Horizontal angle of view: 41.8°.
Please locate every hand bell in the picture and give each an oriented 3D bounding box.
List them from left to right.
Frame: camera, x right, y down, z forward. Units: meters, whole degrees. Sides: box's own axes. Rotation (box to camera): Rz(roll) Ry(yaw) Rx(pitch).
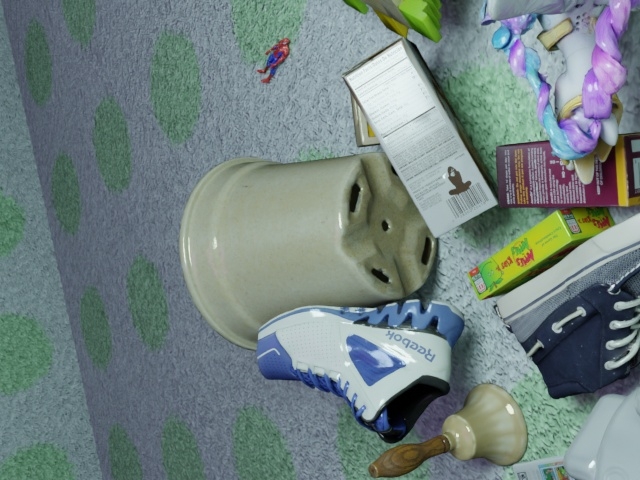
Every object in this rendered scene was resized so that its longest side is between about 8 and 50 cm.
[{"bbox_3d":[0.166,0.293,1.190,0.126,0.242,0.126,19,114,51],"label":"hand bell"}]

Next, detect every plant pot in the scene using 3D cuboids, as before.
[{"bbox_3d":[0.000,0.000,1.326,0.305,0.333,0.334,-12,88,45],"label":"plant pot"}]

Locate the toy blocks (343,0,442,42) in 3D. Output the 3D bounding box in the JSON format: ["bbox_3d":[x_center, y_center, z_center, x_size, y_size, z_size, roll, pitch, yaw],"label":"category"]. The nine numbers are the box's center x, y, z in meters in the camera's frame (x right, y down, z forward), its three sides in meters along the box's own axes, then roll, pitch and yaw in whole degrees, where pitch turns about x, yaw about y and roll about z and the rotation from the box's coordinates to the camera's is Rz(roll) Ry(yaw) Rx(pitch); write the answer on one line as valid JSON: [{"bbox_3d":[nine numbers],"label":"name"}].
[{"bbox_3d":[0.102,-0.459,1.128,0.261,0.190,0.381,-49,49,2],"label":"toy blocks"}]

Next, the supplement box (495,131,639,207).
[{"bbox_3d":[0.316,-0.084,1.007,0.188,0.104,0.081,2,100,54],"label":"supplement box"}]

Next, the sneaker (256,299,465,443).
[{"bbox_3d":[0.050,0.194,1.203,0.315,0.127,0.182,-9,54,20],"label":"sneaker"}]

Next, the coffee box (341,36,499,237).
[{"bbox_3d":[0.141,-0.139,1.133,0.098,0.141,0.247,-30,90,15],"label":"coffee box"}]

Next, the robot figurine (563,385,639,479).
[{"bbox_3d":[0.427,0.257,0.847,0.300,0.200,0.353,50,155,-25],"label":"robot figurine"}]

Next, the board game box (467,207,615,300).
[{"bbox_3d":[0.283,0.016,1.087,0.181,0.092,0.043,-44,62,50],"label":"board game box"}]

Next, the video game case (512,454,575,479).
[{"bbox_3d":[0.342,0.377,1.154,0.143,0.019,0.157,-33,70,53],"label":"video game case"}]

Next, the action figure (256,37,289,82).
[{"bbox_3d":[-0.087,-0.344,1.586,0.115,0.030,0.038,-44,57,48],"label":"action figure"}]

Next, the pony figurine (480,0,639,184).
[{"bbox_3d":[0.280,-0.279,0.832,0.351,0.302,0.364,104,163,-68],"label":"pony figurine"}]

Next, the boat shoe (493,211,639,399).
[{"bbox_3d":[0.356,0.075,0.991,0.158,0.127,0.340,63,150,13],"label":"boat shoe"}]

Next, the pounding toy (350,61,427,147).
[{"bbox_3d":[0.118,-0.187,1.242,0.100,0.130,0.141,-147,49,-85],"label":"pounding toy"}]
